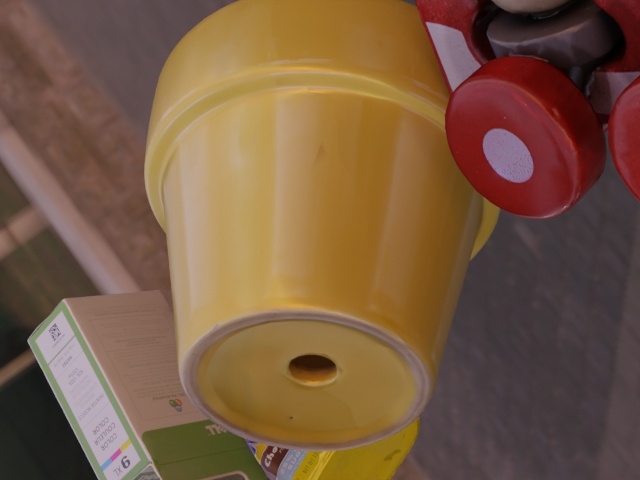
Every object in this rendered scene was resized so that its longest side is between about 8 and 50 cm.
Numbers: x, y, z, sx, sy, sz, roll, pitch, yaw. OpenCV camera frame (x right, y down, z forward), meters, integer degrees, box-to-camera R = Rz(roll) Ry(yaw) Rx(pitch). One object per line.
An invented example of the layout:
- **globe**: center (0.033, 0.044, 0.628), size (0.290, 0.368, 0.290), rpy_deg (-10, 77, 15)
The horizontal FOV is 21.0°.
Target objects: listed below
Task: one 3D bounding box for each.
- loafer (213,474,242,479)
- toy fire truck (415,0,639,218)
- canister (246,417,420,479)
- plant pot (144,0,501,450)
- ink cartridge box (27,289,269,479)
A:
- **loafer**: center (-0.134, 0.246, 1.607), size (0.101, 0.092, 0.268), rpy_deg (9, -175, 11)
- **toy fire truck**: center (0.172, -0.155, 0.974), size (0.302, 0.169, 0.254), rpy_deg (6, 127, 47)
- **canister**: center (-0.007, 0.150, 1.392), size (0.073, 0.126, 0.170), rpy_deg (39, 173, -32)
- **plant pot**: center (0.000, 0.000, 1.165), size (0.254, 0.254, 0.239), rpy_deg (67, -160, -48)
- **ink cartridge box**: center (-0.131, 0.141, 1.351), size (0.109, 0.062, 0.209), rpy_deg (-3, -126, -50)
